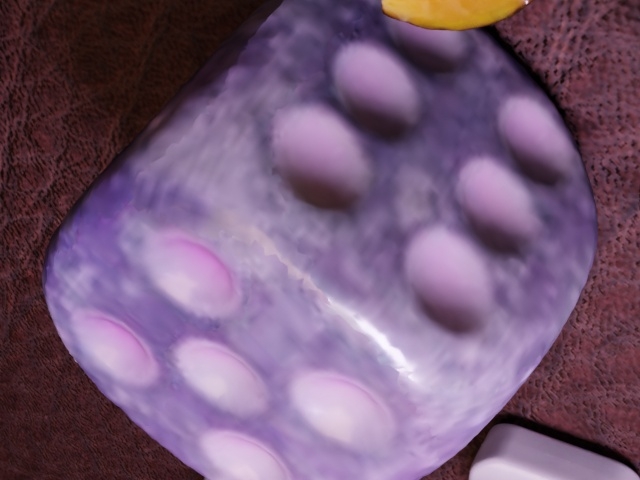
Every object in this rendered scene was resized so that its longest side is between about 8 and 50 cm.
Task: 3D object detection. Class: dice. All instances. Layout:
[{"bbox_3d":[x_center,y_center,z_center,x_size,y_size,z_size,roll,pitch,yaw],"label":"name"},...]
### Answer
[{"bbox_3d":[0.000,0.000,0.794,0.270,0.270,0.271,43,140,-7],"label":"dice"}]

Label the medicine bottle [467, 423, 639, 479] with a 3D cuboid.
[{"bbox_3d":[0.220,0.232,1.007,0.183,0.069,0.119,18,135,24],"label":"medicine bottle"}]

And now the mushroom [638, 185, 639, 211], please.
[{"bbox_3d":[0.277,-0.092,0.526,0.292,0.292,0.290,-13,98,43],"label":"mushroom"}]

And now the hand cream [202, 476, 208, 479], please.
[{"bbox_3d":[-0.086,0.285,1.289,0.124,0.078,0.341,32,135,9],"label":"hand cream"}]

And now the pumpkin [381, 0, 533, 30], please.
[{"bbox_3d":[0.095,-0.240,0.606,0.126,0.131,0.248,10,130,28],"label":"pumpkin"}]
